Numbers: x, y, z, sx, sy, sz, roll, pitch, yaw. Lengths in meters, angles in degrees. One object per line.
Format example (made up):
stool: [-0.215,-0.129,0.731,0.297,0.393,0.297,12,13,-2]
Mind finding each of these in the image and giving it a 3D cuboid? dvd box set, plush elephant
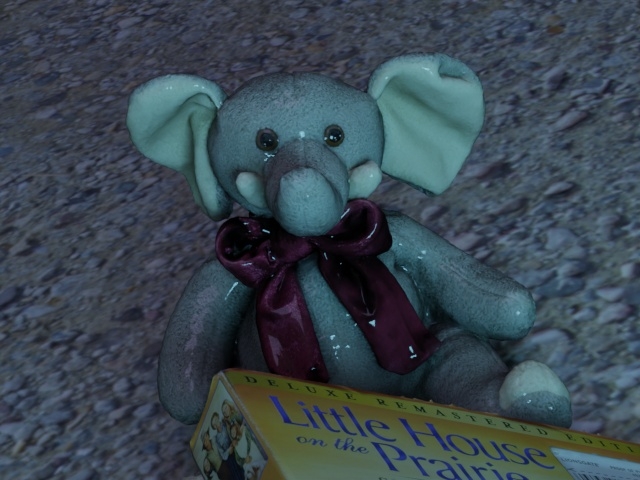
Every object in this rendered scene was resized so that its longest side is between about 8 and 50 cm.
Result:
dvd box set: [0.138,0.205,0.758,0.308,0.062,0.420,13,19,-27]
plush elephant: [0.000,0.000,1.127,0.272,0.255,0.330,-14,30,1]
